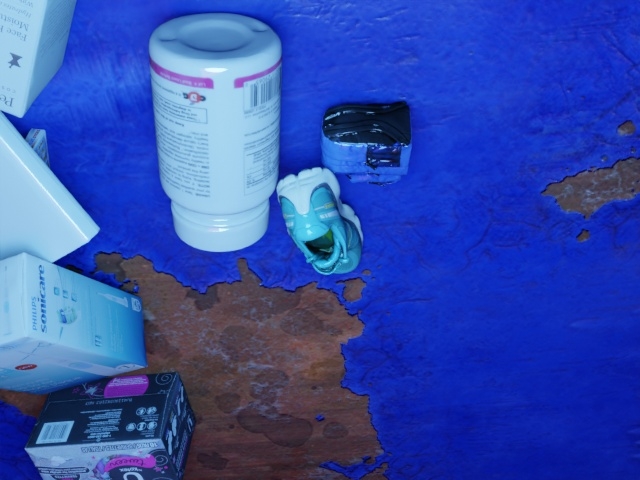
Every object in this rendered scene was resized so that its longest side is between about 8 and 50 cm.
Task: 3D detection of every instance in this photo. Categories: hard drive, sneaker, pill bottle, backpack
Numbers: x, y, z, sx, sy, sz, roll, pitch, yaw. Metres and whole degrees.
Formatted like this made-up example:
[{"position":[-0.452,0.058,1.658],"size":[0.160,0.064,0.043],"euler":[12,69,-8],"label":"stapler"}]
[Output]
[{"position":[-0.471,-0.092,1.058],"size":[0.203,0.040,0.307],"euler":[-24,112,35],"label":"hard drive"},{"position":[0.000,0.000,1.087],"size":[0.107,0.109,0.275],"euler":[-15,157,10],"label":"sneaker"},{"position":[-0.133,-0.134,0.997],"size":[0.161,0.160,0.283],"euler":[4,128,-1],"label":"pill bottle"},{"position":[0.058,-0.127,1.035],"size":[0.120,0.097,0.101],"euler":[3,131,-1],"label":"backpack"}]

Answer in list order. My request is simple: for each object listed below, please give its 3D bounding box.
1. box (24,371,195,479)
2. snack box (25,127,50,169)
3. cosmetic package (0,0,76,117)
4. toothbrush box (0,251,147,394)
[{"position":[-0.371,0.353,1.384],"size":[0.248,0.163,0.142],"euler":[-7,126,8],"label":"box"},{"position":[-0.411,-0.071,1.119],"size":[0.022,0.064,0.178],"euler":[5,128,-3],"label":"snack box"},{"position":[-0.384,-0.277,0.902],"size":[0.151,0.151,0.183],"euler":[20,126,-11],"label":"cosmetic package"},{"position":[-0.436,0.138,1.160],"size":[0.217,0.126,0.295],"euler":[-16,158,14],"label":"toothbrush box"}]
